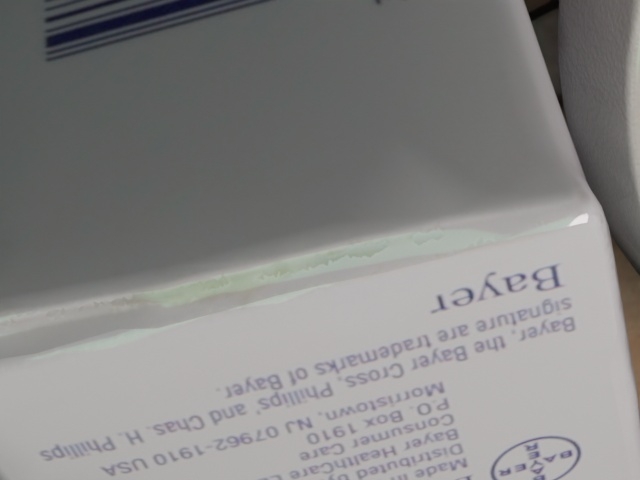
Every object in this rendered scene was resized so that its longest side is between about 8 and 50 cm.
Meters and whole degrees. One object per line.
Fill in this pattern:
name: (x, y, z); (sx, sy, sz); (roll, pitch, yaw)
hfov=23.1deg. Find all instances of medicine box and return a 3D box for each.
medicine box: (0.000, 0.000, 0.500); (0.149, 0.263, 0.289); (-14, 139, 4)

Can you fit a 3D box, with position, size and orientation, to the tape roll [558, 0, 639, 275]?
tape roll: (0.281, -0.099, 0.597); (0.392, 0.072, 0.392); (-7, 118, -13)
